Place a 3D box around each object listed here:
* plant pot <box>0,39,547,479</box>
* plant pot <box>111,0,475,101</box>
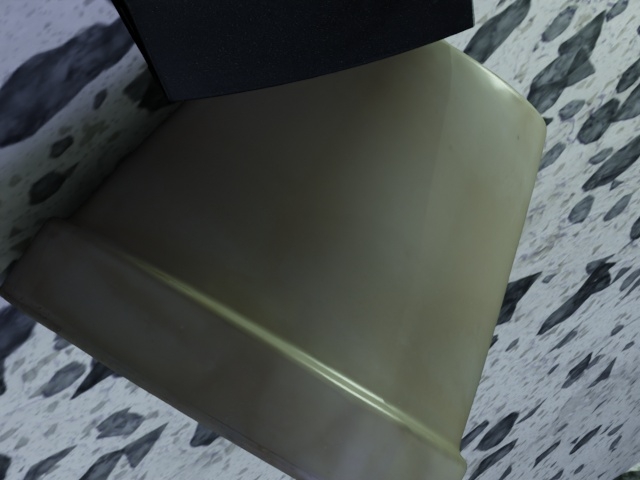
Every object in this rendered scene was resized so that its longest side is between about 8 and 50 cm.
[{"bbox_3d":[0.000,0.000,1.291,0.280,0.323,0.323,-59,160,-4],"label":"plant pot"},{"bbox_3d":[-0.043,-0.181,0.996,0.167,0.188,0.187,-28,159,-4],"label":"plant pot"}]
